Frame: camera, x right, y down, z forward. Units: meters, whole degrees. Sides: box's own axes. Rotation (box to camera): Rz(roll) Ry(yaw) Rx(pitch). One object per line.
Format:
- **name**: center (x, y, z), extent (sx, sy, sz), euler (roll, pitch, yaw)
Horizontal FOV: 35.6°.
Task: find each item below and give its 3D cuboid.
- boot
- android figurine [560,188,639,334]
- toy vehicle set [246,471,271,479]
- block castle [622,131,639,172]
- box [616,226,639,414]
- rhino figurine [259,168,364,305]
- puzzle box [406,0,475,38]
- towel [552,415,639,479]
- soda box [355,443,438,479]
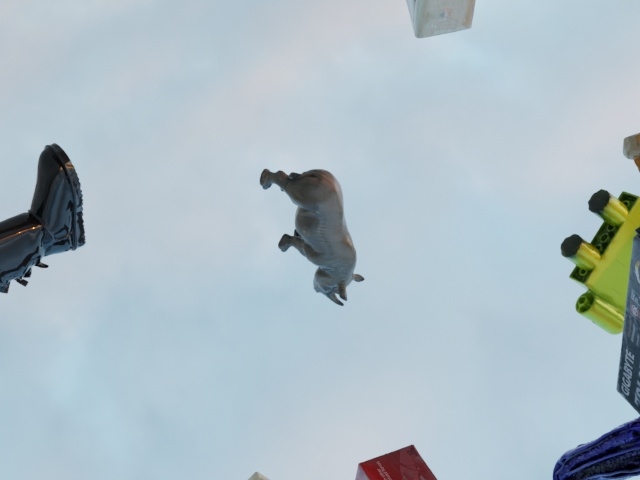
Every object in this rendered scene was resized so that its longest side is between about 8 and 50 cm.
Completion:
- **boot**: center (-0.261, -0.017, 0.877), extent (0.099, 0.121, 0.045), euler (-29, -131, -33)
- **android figurine**: center (0.513, 0.035, 1.614), extent (0.248, 0.273, 0.056), euler (-57, -153, 0)
- **toy vehicle set**: center (-0.093, 0.376, 1.028), extent (0.267, 0.166, 0.035), euler (-47, -153, 9)
- **block castle**: center (0.889, -0.120, 2.111), extent (0.213, 0.453, 0.303), euler (-19, 164, -30)
- **box**: center (0.455, 0.034, 1.048), extent (0.293, 0.295, 0.073), euler (-30, -130, -12)
- **rhino figurine**: center (0.000, 0.000, 1.389), extent (0.106, 0.243, 0.073), euler (6, -142, 31)
- **puzzle box**: center (0.057, -0.403, 0.788), extent (0.052, 0.272, 0.408), euler (-12, -112, -1)
- **towel**: center (0.486, 0.260, 1.373), extent (0.308, 0.076, 0.227), euler (-12, 162, -28)
- **soda box**: center (0.135, 0.374, 1.182), extent (0.084, 0.092, 0.263), euler (-14, -136, -26)
